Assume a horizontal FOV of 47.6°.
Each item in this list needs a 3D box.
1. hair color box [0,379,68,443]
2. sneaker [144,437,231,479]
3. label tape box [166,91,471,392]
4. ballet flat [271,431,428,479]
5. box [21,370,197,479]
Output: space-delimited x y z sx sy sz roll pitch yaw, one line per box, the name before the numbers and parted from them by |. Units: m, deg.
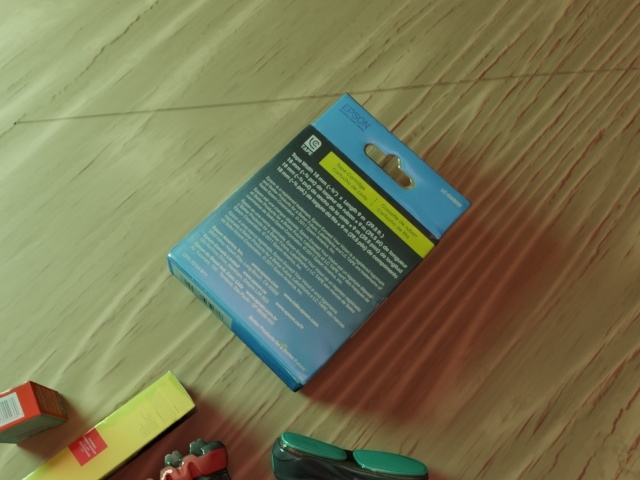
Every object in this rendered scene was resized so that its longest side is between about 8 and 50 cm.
hair color box | -0.350 0.203 0.849 0.072 0.141 0.043 -22 77 -14
sneaker | -0.215 0.349 0.845 0.276 0.097 0.135 -25 76 -16
label tape box | 0.000 0.000 0.978 0.241 0.106 0.334 43 72 7
ballet flat | 0.034 0.295 0.917 0.203 0.074 0.074 14 71 -9
box | -0.259 0.253 0.876 0.232 0.087 0.058 -35 80 -15
